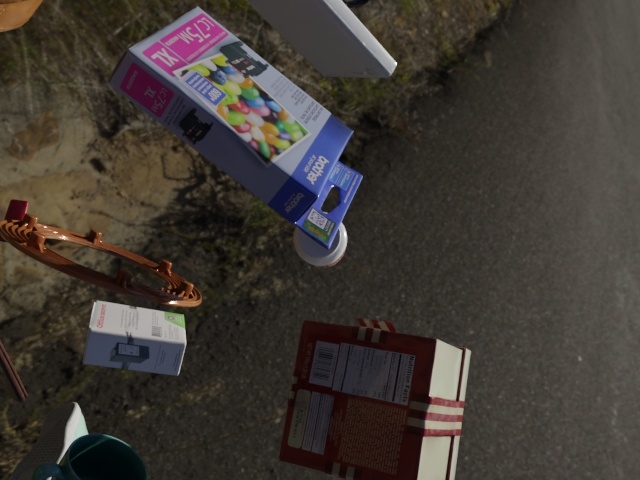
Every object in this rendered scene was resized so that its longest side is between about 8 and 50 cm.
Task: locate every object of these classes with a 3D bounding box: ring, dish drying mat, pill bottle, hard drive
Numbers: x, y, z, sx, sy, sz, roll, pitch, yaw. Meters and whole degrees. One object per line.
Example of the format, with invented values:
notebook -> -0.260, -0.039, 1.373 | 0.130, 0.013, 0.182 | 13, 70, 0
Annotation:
ring -> -0.347, 0.027, 1.069 | 0.336, 0.336, 0.032 | 20, 93, -47
dish drying mat -> -0.542, -0.034, 1.159 | 0.032, 0.008, 0.083 | 9, 63, -12
pill bottle -> 0.000, 0.000, 1.054 | 0.152, 0.086, 0.086 | 65, 6, -85
hard drive -> -0.021, -0.407, 1.205 | 0.307, 0.203, 0.040 | 36, 78, -41

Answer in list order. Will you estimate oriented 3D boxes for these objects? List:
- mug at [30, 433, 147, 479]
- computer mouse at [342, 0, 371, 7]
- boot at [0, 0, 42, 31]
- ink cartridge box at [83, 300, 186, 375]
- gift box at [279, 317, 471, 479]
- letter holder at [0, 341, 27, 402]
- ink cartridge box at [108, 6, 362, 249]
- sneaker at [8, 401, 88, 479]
mug -> -0.358, 0.372, 1.003 | 0.157, 0.097, 0.129 | 30, 14, -12
computer mouse -> -0.005, -0.495, 1.303 | 0.041, 0.242, 0.071 | -153, -116, -82
boot -> -0.248, -0.255, 0.464 | 0.109, 0.220, 0.283 | 57, 19, 1
ink cartridge box -> -0.546, 0.287, 1.939 | 0.272, 0.115, 0.198 | 12, 17, -17
gift box -> 0.086, 0.251, 1.069 | 0.258, 0.276, 0.255 | 31, 72, -61
letter holder -> -0.410, 0.061, 0.563 | 0.152, 0.214, 0.302 | -46, 149, -37
ink cartridge box -> -0.074, -0.143, 0.800 | 0.311, 0.065, 0.186 | 39, 36, -10
sneaker -> -0.448, 0.416, 1.152 | 0.256, 0.094, 0.151 | -96, 167, -69
